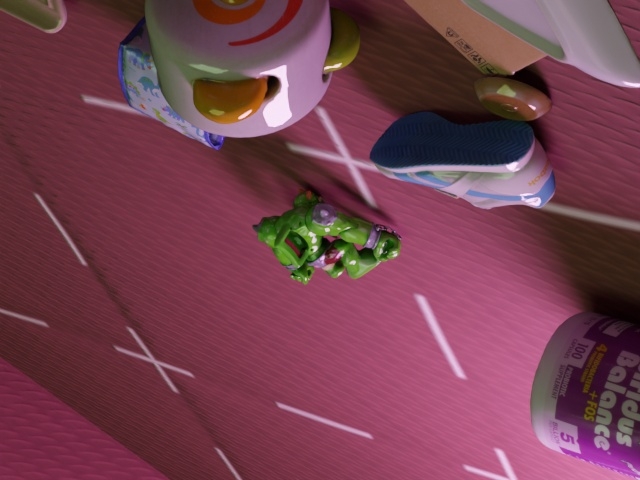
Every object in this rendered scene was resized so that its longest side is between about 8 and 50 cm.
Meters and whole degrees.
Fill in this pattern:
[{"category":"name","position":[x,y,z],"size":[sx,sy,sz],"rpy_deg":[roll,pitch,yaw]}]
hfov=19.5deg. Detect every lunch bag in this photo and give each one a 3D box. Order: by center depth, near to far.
[{"category":"lunch bag","position":[-0.165,-0.183,2.192],"size":[0.129,0.096,0.151],"rpy_deg":[28,144,13]}]

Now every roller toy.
[{"category":"roller toy","position":[-0.085,-0.216,1.915],"size":[0.191,0.209,0.146],"rpy_deg":[39,158,25]}]

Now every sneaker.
[{"category":"sneaker","position":[0.148,-0.079,2.007],"size":[0.228,0.087,0.092],"rpy_deg":[11,148,44]}]

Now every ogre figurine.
[{"category":"ogre figurine","position":[0.000,0.000,2.316],"size":[0.118,0.097,0.197],"rpy_deg":[36,169,-31]}]

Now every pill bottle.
[{"category":"pill bottle","position":[0.401,0.195,2.083],"size":[0.301,0.169,0.169],"rpy_deg":[16,149,33]}]

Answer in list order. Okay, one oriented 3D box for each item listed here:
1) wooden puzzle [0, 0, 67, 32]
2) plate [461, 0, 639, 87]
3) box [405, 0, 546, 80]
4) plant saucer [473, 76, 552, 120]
[{"category":"wooden puzzle","position":[-0.401,-0.374,2.212],"size":[0.221,0.044,0.239],"rpy_deg":[27,149,16]},{"category":"plate","position":[0.137,-0.257,1.574],"size":[0.278,0.045,0.277],"rpy_deg":[41,170,51]},{"category":"box","position":[0.143,-0.245,1.797],"size":[0.201,0.021,0.164],"rpy_deg":[41,154,-13]},{"category":"plant saucer","position":[0.194,-0.141,1.896],"size":[0.083,0.015,0.083],"rpy_deg":[16,164,5]}]
